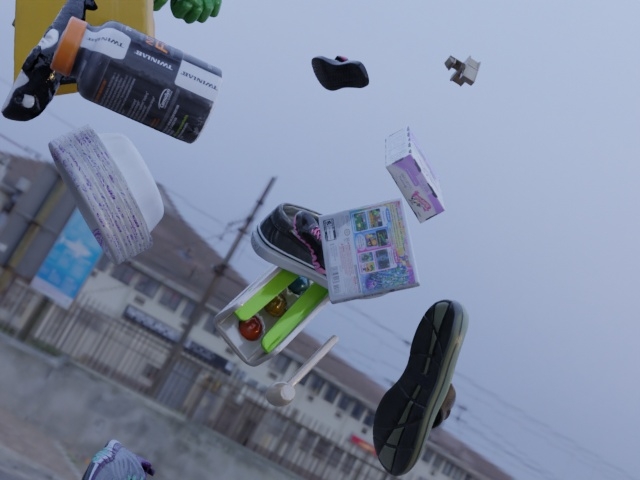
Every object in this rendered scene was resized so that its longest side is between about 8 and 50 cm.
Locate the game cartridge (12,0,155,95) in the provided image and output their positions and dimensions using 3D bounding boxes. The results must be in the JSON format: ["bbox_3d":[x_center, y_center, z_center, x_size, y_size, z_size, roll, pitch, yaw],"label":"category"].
[{"bbox_3d":[-0.466,-0.447,1.791,0.285,0.324,0.053,-6,-15,10],"label":"game cartridge"}]

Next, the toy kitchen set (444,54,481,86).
[{"bbox_3d":[0.323,-0.393,2.147,0.068,0.075,0.083,29,-36,-10],"label":"toy kitchen set"}]

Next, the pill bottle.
[{"bbox_3d":[-0.284,-0.253,1.394,0.245,0.131,0.130,22,-11,-19],"label":"pill bottle"}]

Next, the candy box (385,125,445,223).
[{"bbox_3d":[0.220,-0.156,2.123,0.165,0.070,0.196,57,16,-20],"label":"candy box"}]

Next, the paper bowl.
[{"bbox_3d":[-0.424,-0.104,1.848,0.284,0.148,0.284,53,-19,27],"label":"paper bowl"}]

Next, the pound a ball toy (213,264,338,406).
[{"bbox_3d":[-0.065,0.159,1.781,0.208,0.319,0.135,51,-39,-6],"label":"pound a ball toy"}]

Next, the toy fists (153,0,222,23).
[{"bbox_3d":[-0.357,-0.609,2.165,0.279,0.142,0.096,8,-14,-41],"label":"toy fists"}]

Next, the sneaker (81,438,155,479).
[{"bbox_3d":[-0.323,0.383,1.449,0.098,0.083,0.224,23,8,-1],"label":"sneaker"}]

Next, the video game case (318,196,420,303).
[{"bbox_3d":[0.075,0.015,1.443,0.143,0.157,0.019,-12,-29,8],"label":"video game case"}]

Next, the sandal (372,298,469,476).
[{"bbox_3d":[0.174,0.240,1.425,0.086,0.303,0.120,17,13,-32],"label":"sandal"}]

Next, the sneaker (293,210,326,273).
[{"bbox_3d":[0.000,0.000,1.520,0.057,0.047,0.119,-9,-64,51],"label":"sneaker"}]

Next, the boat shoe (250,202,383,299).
[{"bbox_3d":[0.034,0.021,1.721,0.335,0.121,0.119,16,-45,-31],"label":"boat shoe"}]

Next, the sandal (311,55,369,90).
[{"bbox_3d":[0.043,-0.314,1.686,0.179,0.040,0.067,20,-43,54],"label":"sandal"}]

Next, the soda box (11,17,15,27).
[{"bbox_3d":[-0.574,-0.511,1.895,0.058,0.181,0.061,19,-8,13],"label":"soda box"}]

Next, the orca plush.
[{"bbox_3d":[-0.470,-0.328,1.666,0.102,0.287,0.151,30,-30,-13],"label":"orca plush"}]
